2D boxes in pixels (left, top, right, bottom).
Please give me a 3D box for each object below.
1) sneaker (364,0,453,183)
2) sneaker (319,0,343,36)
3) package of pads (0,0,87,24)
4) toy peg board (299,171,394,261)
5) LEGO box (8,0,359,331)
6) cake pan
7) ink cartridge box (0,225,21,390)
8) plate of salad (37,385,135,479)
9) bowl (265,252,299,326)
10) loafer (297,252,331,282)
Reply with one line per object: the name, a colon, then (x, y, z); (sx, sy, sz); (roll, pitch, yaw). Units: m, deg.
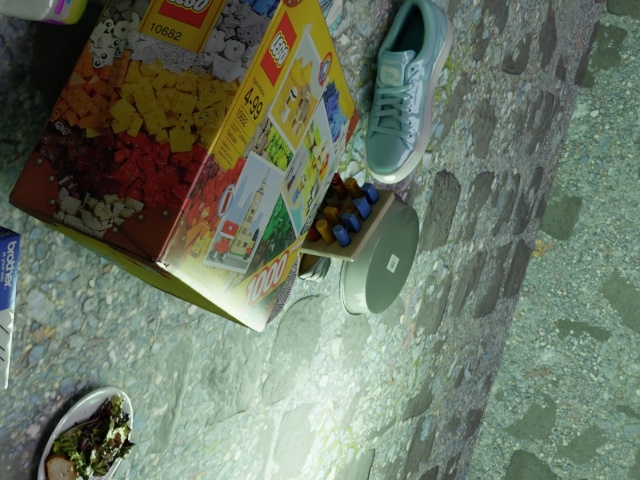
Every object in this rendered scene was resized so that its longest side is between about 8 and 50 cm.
sneaker: (0.144, -0.299, 1.903); (0.150, 0.135, 0.365); (26, 76, -57)
sneaker: (0.011, -0.442, 1.546); (0.122, 0.110, 0.282); (34, 77, -60)
package of pads: (-0.260, -0.363, 0.969); (0.229, 0.101, 0.296); (-120, -135, -77)
toy peg board: (0.021, -0.057, 1.791); (0.161, 0.161, 0.079); (-57, 136, -26)
LEGO box: (-0.135, -0.116, 1.277); (0.372, 0.193, 0.500); (-66, 166, -8)
cake pan: (0.139, 0.038, 2.193); (0.293, 0.054, 0.293); (-43, 144, -43)
ink cartridge box: (-0.410, 0.091, 1.161); (0.097, 0.046, 0.207); (-22, 127, -58)
plate of salad: (-0.337, 0.311, 1.460); (0.200, 0.048, 0.199); (-42, 142, -45)
bowl: (-0.114, 0.057, 1.681); (0.170, 0.080, 0.170); (-44, 144, -43)
loafer: (0.000, 0.000, 1.889); (0.061, 0.062, 0.170); (4, 103, -59)
